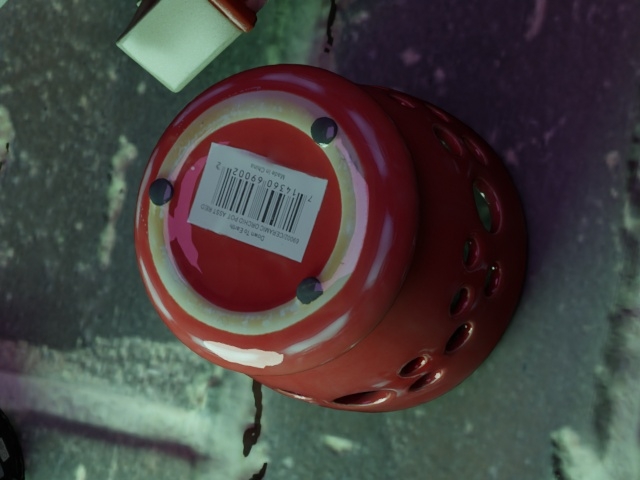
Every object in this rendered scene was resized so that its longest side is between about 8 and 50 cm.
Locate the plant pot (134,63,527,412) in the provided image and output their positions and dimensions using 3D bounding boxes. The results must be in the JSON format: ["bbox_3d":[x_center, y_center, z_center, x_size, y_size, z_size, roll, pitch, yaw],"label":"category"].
[{"bbox_3d":[0.000,0.000,1.097,0.191,0.174,0.191,-3,83,26],"label":"plant pot"}]

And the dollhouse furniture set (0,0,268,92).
[{"bbox_3d":[-0.132,-0.227,1.161,0.259,0.262,0.135,40,115,-14],"label":"dollhouse furniture set"}]

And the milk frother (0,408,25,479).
[{"bbox_3d":[-0.272,0.175,1.216,0.135,0.143,0.129,-18,82,20],"label":"milk frother"}]
